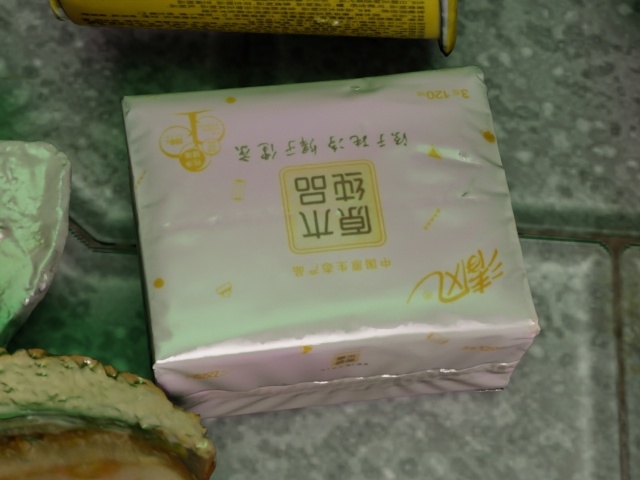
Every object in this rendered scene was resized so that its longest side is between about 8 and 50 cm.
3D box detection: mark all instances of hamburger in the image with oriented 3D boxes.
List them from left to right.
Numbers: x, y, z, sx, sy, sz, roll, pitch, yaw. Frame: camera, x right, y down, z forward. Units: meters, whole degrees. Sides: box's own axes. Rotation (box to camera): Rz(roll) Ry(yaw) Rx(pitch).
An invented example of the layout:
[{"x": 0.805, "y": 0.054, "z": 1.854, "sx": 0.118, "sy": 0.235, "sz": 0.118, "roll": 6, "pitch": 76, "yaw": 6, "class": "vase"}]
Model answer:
[{"x": -0.219, "y": 0.182, "z": 0.931, "sx": 0.330, "sy": 0.209, "sz": 0.162, "roll": 1, "pitch": 47, "yaw": -46, "class": "hamburger"}]

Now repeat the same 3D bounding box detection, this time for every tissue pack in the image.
[{"x": 0.000, "y": 0.000, "z": 1.074, "sx": 0.225, "sy": 0.124, "sz": 0.185, "roll": -6, "pitch": 67, "yaw": -8, "class": "tissue pack"}]

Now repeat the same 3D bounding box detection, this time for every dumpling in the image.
[{"x": -0.225, "y": 0.020, "z": 1.059, "sx": 0.176, "sy": 0.092, "sz": 0.150, "roll": -17, "pitch": 66, "yaw": -14, "class": "dumpling"}]

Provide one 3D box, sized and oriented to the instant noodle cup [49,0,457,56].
[{"x": -0.049, "y": -0.266, "z": 1.110, "sx": 0.254, "sy": 0.325, "sz": 0.325, "roll": -5, "pitch": 65, "yaw": 3, "class": "instant noodle cup"}]
